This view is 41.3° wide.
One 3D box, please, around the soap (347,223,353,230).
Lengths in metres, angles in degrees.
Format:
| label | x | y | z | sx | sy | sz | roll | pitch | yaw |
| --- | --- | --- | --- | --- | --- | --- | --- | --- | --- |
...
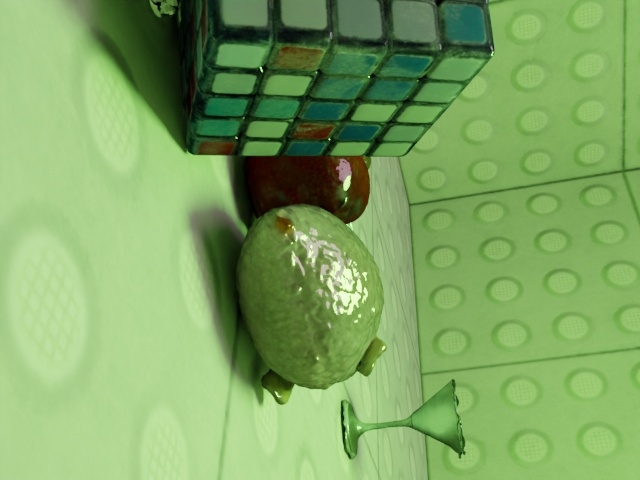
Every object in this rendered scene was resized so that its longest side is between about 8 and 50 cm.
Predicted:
| label | x | y | z | sx | sy | sz | roll | pitch | yaw |
| --- | --- | --- | --- | --- | --- | --- | --- | --- | --- |
| soap | 0.000 | 0.000 | 1.446 | 0.063 | 0.115 | 0.198 | -63 | 144 | -73 |

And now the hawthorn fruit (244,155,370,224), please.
| label | x | y | z | sx | sy | sz | roll | pitch | yaw |
| --- | --- | --- | --- | --- | --- | --- | --- | --- | --- |
| hawthorn fruit | -0.027 | -0.106 | 1.246 | 0.185 | 0.185 | 0.202 | 56 | 10 | -66 |

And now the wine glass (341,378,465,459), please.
| label | x | y | z | sx | sy | sz | roll | pitch | yaw |
| --- | --- | --- | --- | --- | --- | --- | --- | --- | --- |
| wine glass | 0.165 | 0.363 | 1.695 | 0.156 | 0.232 | 0.156 | -9 | 90 | -81 |

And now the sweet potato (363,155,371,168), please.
| label | x | y | z | sx | sy | sz | roll | pitch | yaw |
| --- | --- | --- | --- | --- | --- | --- | --- | --- | --- |
| sweet potato | -0.012 | -0.186 | 1.475 | 0.369 | 0.158 | 0.157 | 58 | 25 | -48 |

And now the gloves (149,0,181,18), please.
| label | x | y | z | sx | sy | sz | roll | pitch | yaw |
| --- | --- | --- | --- | --- | --- | --- | --- | --- | --- |
| gloves | -0.173 | -0.299 | 0.814 | 0.212 | 0.111 | 0.127 | -88 | -166 | -59 |

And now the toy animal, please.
| label | x | y | z | sx | sy | sz | roll | pitch | yaw |
| --- | --- | --- | --- | --- | --- | --- | --- | --- | --- |
| toy animal | -0.012 | 0.078 | 1.125 | 0.358 | 0.188 | 0.226 | 60 | 18 | -61 |

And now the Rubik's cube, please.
| label | x | y | z | sx | sy | sz | roll | pitch | yaw |
| --- | --- | --- | --- | --- | --- | --- | --- | --- | --- |
| Rubik's cube | -0.004 | -0.274 | 0.950 | 0.287 | 0.293 | 0.291 | 131 | -45 | -68 |
